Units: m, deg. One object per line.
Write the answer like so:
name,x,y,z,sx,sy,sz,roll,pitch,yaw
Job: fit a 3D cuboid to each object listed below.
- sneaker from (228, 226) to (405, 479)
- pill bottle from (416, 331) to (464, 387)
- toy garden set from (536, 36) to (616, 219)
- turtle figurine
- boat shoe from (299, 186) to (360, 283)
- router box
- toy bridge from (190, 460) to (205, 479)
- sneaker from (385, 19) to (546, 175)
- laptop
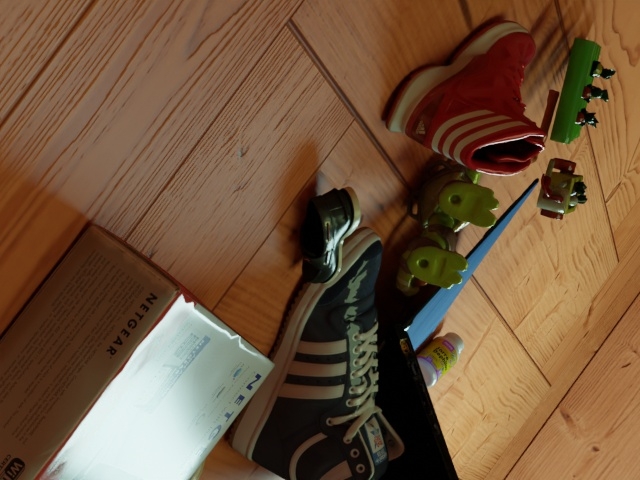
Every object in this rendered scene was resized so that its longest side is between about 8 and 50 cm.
sneaker,0.030,0.132,1.614,0.099,0.153,0.282,-26,147,-58
pill bottle,0.152,0.153,2.165,0.083,0.043,0.043,-40,158,-41
toy garden set,0.281,-0.114,1.808,0.244,0.049,0.204,-27,131,-77
turtle figurine,0.142,-0.045,1.674,0.269,0.087,0.217,-49,-176,15
boat shoe,-0.001,-0.002,1.472,0.042,0.049,0.133,-15,154,-21
router box,-0.192,0.174,1.224,0.335,0.082,0.301,-53,163,-4
toy bridge,-0.143,0.203,1.444,0.188,0.063,0.026,-53,163,-8
sneaker,0.165,-0.119,1.534,0.221,0.128,0.087,-36,156,-42
laptop,0.145,0.211,1.857,0.236,0.408,0.382,-9,153,-21
